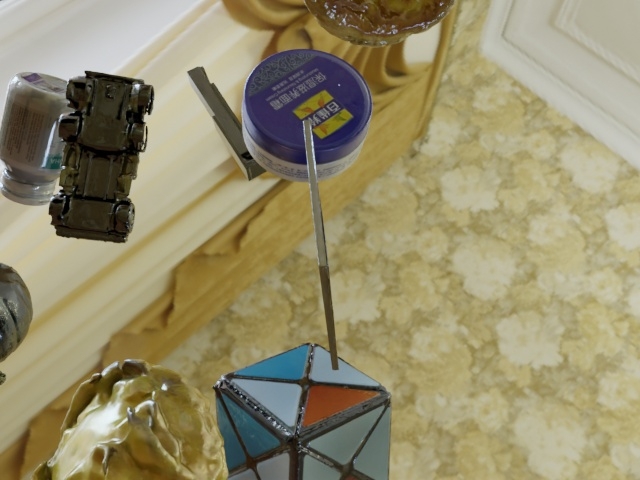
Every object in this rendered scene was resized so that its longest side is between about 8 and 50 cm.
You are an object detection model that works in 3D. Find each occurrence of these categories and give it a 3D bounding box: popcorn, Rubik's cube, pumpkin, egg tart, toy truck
[{"bbox_3d":[-0.225,0.271,0.897,0.250,0.250,0.190,31,-23,42],"label":"popcorn"},{"bbox_3d":[-0.032,0.373,1.399,0.246,0.250,0.248,25,-59,44],"label":"Rubik's cube"},{"bbox_3d":[-0.737,0.178,1.524,0.296,0.296,0.296,43,-22,22],"label":"pumpkin"},{"bbox_3d":[0.112,-0.511,1.316,0.129,0.341,0.341,-111,-179,-48],"label":"egg tart"},{"bbox_3d":[-0.331,-0.122,1.137,0.127,0.257,0.127,7,-13,-8],"label":"toy truck"}]

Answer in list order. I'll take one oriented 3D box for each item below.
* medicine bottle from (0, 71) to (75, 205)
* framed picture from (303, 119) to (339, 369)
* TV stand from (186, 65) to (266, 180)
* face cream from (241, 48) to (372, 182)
[{"bbox_3d":[-0.499,-0.175,1.312,0.135,0.135,0.215,36,-65,35],"label":"medicine bottle"},{"bbox_3d":[0.000,0.000,0.694,0.201,0.010,0.136,-96,180,-46],"label":"framed picture"},{"bbox_3d":[-0.184,-0.229,1.427,0.256,0.040,0.049,56,-11,22],"label":"TV stand"},{"bbox_3d":[-0.024,-0.197,1.194,0.206,0.206,0.111,45,-23,17],"label":"face cream"}]
